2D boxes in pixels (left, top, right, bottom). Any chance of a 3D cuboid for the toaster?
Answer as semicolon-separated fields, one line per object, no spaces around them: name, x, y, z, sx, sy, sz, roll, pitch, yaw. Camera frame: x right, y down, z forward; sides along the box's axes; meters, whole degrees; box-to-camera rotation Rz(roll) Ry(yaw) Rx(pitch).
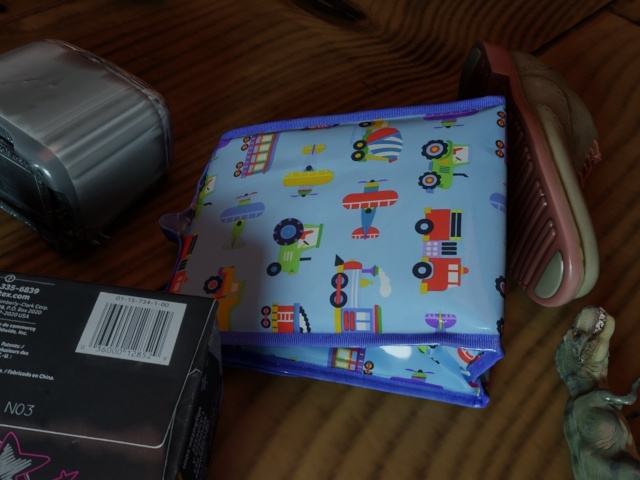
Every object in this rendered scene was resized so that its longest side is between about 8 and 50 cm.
toaster;-0.241;-0.094;0.608;0.227;0.129;0.146;28;51;19

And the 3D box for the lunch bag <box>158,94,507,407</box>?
lunch bag;0.000;0.000;0.550;0.293;0.138;0.221;4;60;11

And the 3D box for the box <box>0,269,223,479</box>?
box;-0.198;0.121;0.421;0.247;0.142;0.163;8;48;0

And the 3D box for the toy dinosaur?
toy dinosaur;0.233;0.176;0.471;0.118;0.064;0.268;7;51;9

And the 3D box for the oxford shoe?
oxford shoe;0.232;-0.085;0.652;0.130;0.123;0.348;6;50;-8
